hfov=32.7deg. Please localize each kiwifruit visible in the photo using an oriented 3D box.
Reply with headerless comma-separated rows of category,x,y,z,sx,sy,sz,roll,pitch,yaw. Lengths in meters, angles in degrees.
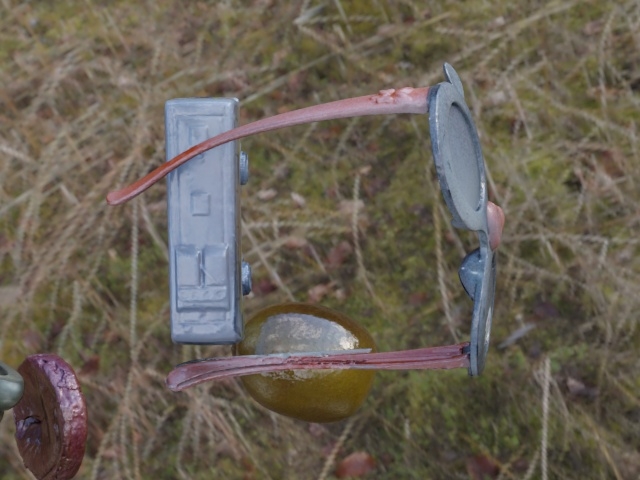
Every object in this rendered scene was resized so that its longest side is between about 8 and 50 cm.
kiwifruit,-0.028,0.192,1.748,0.234,0.196,0.196,14,41,-2

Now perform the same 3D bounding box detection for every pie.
pie,-0.365,0.239,1.470,0.050,0.182,0.182,-5,17,-38

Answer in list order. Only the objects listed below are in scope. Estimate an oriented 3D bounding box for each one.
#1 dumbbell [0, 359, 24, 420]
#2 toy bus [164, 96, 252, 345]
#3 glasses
dumbbell,-0.418,0.243,1.026,0.179,0.179,0.406,19,84,48
toy bus,-0.085,-0.013,0.821,0.064,0.190,0.075,-1,3,-2
glasses,0.000,0.000,0.806,0.268,0.234,0.118,-4,34,14
